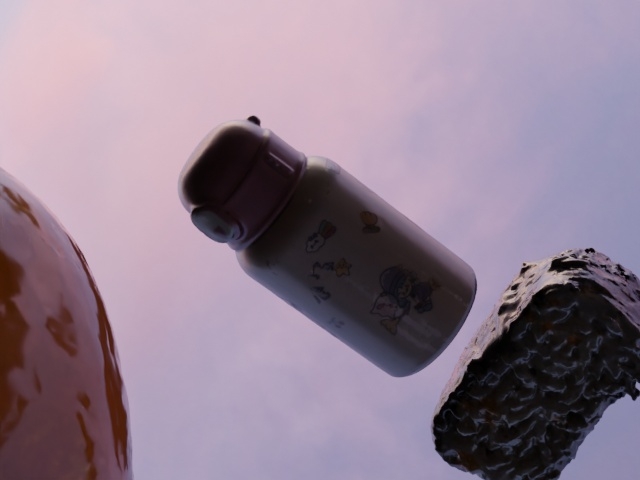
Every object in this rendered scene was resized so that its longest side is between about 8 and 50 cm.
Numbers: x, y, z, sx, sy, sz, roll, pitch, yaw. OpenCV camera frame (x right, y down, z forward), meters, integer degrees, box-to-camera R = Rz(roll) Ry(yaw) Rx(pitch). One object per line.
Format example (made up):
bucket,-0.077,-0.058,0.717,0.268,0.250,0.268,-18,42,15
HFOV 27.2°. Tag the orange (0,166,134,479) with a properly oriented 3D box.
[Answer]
orange,-0.206,0.085,0.486,0.284,0.226,0.283,-5,-106,16

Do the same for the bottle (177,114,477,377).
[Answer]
bottle,0.000,0.000,0.998,0.110,0.233,0.110,-48,-162,20

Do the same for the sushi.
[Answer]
sushi,0.193,0.115,1.172,0.136,0.126,0.225,37,-57,0
